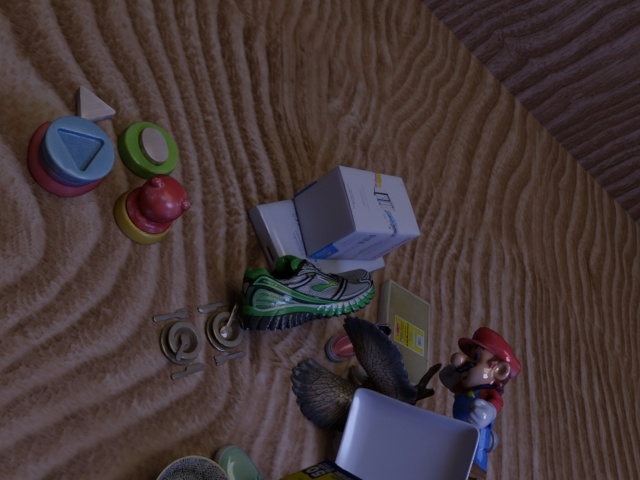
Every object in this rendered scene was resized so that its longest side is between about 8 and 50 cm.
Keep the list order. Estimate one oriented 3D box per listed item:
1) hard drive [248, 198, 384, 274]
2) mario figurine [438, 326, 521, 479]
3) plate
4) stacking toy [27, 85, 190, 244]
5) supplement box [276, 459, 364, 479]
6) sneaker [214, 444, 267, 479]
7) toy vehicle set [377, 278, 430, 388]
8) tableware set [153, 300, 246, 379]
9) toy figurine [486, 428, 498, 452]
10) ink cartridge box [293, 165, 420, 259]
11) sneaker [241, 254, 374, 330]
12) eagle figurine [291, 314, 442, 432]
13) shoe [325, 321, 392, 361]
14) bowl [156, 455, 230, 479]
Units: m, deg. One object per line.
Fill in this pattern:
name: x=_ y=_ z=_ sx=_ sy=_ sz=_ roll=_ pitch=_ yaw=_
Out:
hard drive: x=0.000 y=0.000 z=1.630 sx=0.353 sy=0.047 sz=0.233 roll=-15 pitch=78 yaw=-48
mario figurine: x=0.302 y=0.329 z=1.382 sx=0.170 sy=0.198 sz=0.321 roll=42 pitch=59 yaw=-40
plate: x=0.157 y=0.462 z=1.292 sx=0.045 sy=0.277 sz=0.278 roll=29 pitch=75 yaw=-55
stacking toy: x=-0.383 y=-0.177 z=1.286 sx=0.309 sy=0.130 sz=0.280 roll=31 pitch=49 yaw=-30
supplement box: x=-0.080 y=0.500 z=0.979 sx=0.356 sy=0.194 sz=0.195 roll=-15 pitch=92 yaw=-25
sneaker: x=-0.089 y=0.475 z=1.179 sx=0.094 sy=0.151 sz=0.256 roll=-21 pitch=82 yaw=-47
toy vehicle set: x=0.218 y=0.250 z=1.708 sx=0.166 sy=0.035 sz=0.267 roll=32 pitch=47 yaw=-28
tableware set: x=-0.225 y=0.186 z=1.298 sx=0.194 sy=0.039 sz=0.128 roll=-9 pitch=74 yaw=-47
toy figurine: x=0.316 y=0.536 z=1.503 sx=0.148 sy=0.213 sz=0.210 roll=9 pitch=60 yaw=-26
ink cartridge box: x=0.089 y=-0.059 z=1.587 sx=0.232 sy=0.171 sz=0.168 roll=4 pitch=64 yaw=-44
sneaker: x=-0.016 y=0.098 z=1.420 sx=0.343 sy=0.134 sz=0.146 roll=-8 pitch=93 yaw=-41
eagle figurine: x=0.112 y=0.325 z=1.450 sx=0.298 sy=0.225 sz=0.226 roll=36 pitch=60 yaw=-40
shoe: x=0.095 y=0.236 z=1.558 sx=0.178 sy=0.081 sz=0.063 roll=-10 pitch=75 yaw=-48
bowl: x=-0.231 y=0.456 z=1.101 sx=0.170 sy=0.080 sz=0.170 roll=24 pitch=51 yaw=-34
